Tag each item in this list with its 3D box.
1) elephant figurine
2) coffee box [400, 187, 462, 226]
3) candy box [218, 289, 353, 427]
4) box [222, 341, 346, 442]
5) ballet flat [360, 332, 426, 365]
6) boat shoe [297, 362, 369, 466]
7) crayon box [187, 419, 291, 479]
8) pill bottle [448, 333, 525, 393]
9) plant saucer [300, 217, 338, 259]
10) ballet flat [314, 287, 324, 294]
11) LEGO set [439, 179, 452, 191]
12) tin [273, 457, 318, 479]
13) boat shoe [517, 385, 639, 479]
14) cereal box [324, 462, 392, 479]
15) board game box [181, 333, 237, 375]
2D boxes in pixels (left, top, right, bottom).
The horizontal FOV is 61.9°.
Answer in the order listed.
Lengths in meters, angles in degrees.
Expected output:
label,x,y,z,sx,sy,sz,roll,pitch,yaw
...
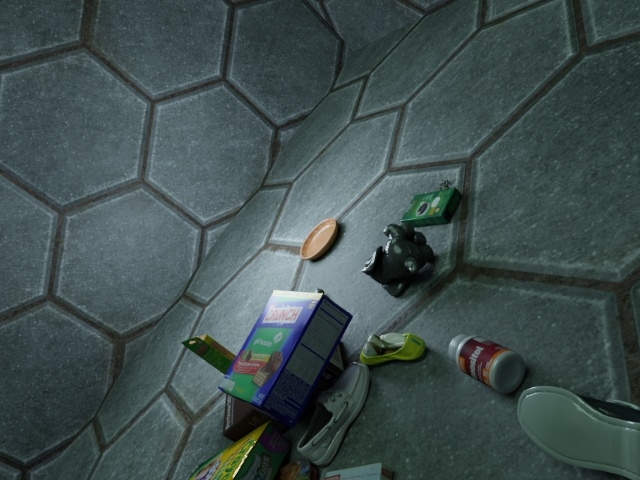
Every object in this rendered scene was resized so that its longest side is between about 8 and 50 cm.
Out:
label,x,y,z,sx,sy,sz,roll,pitch,yaw
elephant figurine,0.199,0.075,1.543,0.239,0.186,0.169,-47,65,34
coffee box,0.340,-0.099,1.650,0.184,0.040,0.113,-8,47,56
candy box,-0.096,0.293,1.400,0.268,0.122,0.317,-7,47,57
box,-0.108,0.420,1.552,0.381,0.143,0.191,-44,25,17
ballet flat,0.166,0.269,1.364,0.231,0.077,0.077,-20,38,49
boat shoe,0.033,0.421,1.348,0.098,0.096,0.277,-12,44,56
crayon box,-0.270,0.661,1.356,0.313,0.106,0.363,-40,2,24
pill bottle,0.335,0.246,1.094,0.086,0.086,0.152,-54,23,-8
plant saucer,0.000,0.000,2.106,0.200,0.037,0.200,-40,25,23
ballet flat,-0.017,0.214,1.821,0.041,0.041,0.114,-12,45,55
LEGO set,0.395,-0.163,1.680,0.054,0.023,0.083,-25,21,40
tin,-0.080,0.619,1.333,0.189,0.040,0.106,-39,22,25
boat shoe,0.445,0.302,0.820,0.302,0.091,0.114,11,91,62
cereal box,0.060,0.595,1.105,0.173,0.047,0.240,-29,31,39
board game box,-0.349,0.404,1.839,0.124,0.259,0.039,-25,33,44
